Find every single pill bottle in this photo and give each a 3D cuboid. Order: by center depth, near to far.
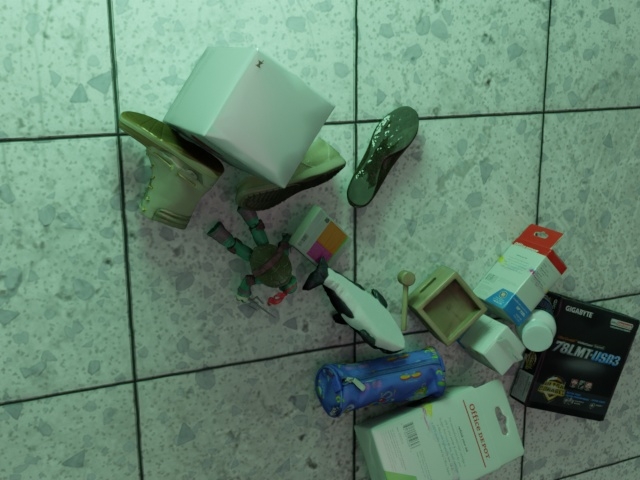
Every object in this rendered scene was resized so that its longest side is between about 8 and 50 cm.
[{"bbox_3d":[0.512,0.194,1.918,0.094,0.169,0.094,4,112,9],"label":"pill bottle"}]

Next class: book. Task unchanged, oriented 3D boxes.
[{"bbox_3d":[0.000,0.000,1.684,0.096,0.035,0.144,-55,143,-7],"label":"book"}]

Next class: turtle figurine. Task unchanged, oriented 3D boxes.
[{"bbox_3d":[-0.113,0.039,1.635,0.175,0.118,0.234,-44,107,-21],"label":"turtle figurine"}]

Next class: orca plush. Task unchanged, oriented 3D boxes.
[{"bbox_3d":[0.058,0.164,1.746,0.102,0.151,0.287,-30,133,33],"label":"orca plush"}]

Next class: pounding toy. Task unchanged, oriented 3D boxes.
[{"bbox_3d":[0.241,0.138,1.838,0.181,0.094,0.206,-42,107,-4],"label":"pounding toy"}]

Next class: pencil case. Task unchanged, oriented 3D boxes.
[{"bbox_3d":[0.140,0.316,1.810,0.305,0.133,0.120,-6,68,-25],"label":"pencil case"}]

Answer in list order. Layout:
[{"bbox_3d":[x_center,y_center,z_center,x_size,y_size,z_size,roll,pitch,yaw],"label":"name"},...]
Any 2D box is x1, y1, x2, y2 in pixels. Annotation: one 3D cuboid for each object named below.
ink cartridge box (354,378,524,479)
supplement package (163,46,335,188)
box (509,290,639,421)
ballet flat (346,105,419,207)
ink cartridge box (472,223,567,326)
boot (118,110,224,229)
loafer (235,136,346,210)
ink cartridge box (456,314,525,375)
[{"bbox_3d":[0.282,0.471,1.887,0.353,0.119,0.207,-17,88,-20],"label":"ink cartridge box"},{"bbox_3d":[-0.139,-0.230,1.453,0.177,0.293,0.175,33,88,-27],"label":"supplement package"},{"bbox_3d":[0.662,0.304,2.082,0.295,0.073,0.294,17,96,-28],"label":"box"},{"bbox_3d":[0.132,-0.178,1.730,0.084,0.058,0.250,29,83,4],"label":"ballet flat"},{"bbox_3d":[0.484,0.078,1.906,0.231,0.134,0.078,-48,116,-6],"label":"ink cartridge box"},{"bbox_3d":[-0.309,-0.129,1.505,0.213,0.077,0.165,32,116,-10],"label":"boot"},{"bbox_3d":[-0.070,-0.137,1.608,0.268,0.102,0.092,-23,77,-39],"label":"loafer"},{"bbox_3d":[0.405,0.245,1.905,0.090,0.143,0.092,-48,116,-7],"label":"ink cartridge box"}]
